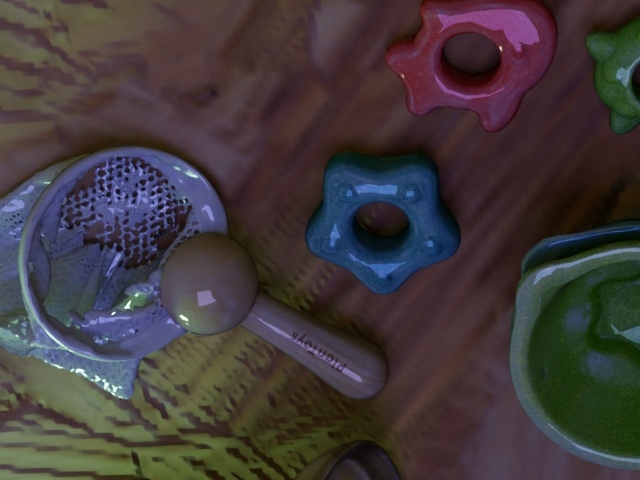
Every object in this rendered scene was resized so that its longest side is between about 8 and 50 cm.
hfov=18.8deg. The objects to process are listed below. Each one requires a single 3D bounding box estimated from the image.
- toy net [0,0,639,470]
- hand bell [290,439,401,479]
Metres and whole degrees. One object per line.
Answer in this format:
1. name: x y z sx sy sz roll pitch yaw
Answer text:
1. toy net: 0.000 0.000 0.510 0.232 0.045 0.122 -2 120 9
2. hand bell: -0.105 0.111 0.571 0.242 0.126 0.126 3 121 20
